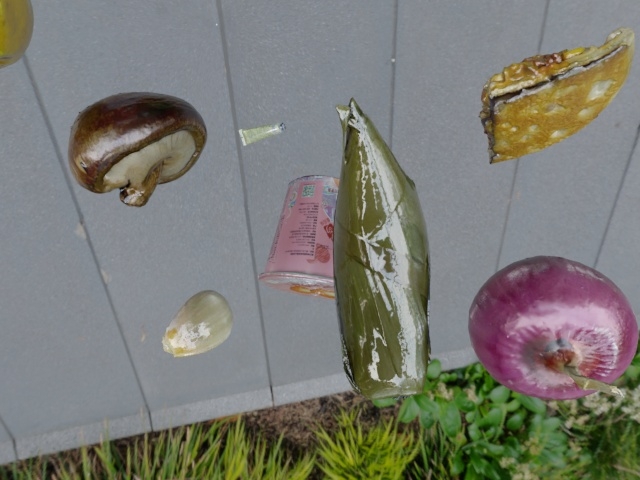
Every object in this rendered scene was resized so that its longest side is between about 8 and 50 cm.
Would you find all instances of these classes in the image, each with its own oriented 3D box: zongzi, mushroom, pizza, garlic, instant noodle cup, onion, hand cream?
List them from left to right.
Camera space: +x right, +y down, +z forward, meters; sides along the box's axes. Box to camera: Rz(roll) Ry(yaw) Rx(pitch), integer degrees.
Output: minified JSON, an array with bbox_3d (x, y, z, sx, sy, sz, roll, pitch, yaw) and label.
[{"bbox_3d":[-0.295,-0.163,0.662,0.138,0.231,0.194,38,105,6],"label":"mushroom"},{"bbox_3d":[-0.318,0.214,1.099,0.164,0.245,0.145,-27,98,16],"label":"garlic"},{"bbox_3d":[-0.123,-0.231,0.867,0.102,0.022,0.035,-11,112,16],"label":"hand cream"},{"bbox_3d":[0.000,0.000,0.914,0.243,0.243,0.231,16,72,-21],"label":"instant noodle cup"},{"bbox_3d":[0.062,0.036,0.463,0.123,0.260,0.289,-3,154,15],"label":"zongzi"},{"bbox_3d":[0.484,-0.302,0.914,0.277,0.114,0.409,6,155,-7],"label":"pizza"},{"bbox_3d":[0.530,0.220,0.968,0.345,0.358,0.358,-21,129,-45],"label":"onion"}]

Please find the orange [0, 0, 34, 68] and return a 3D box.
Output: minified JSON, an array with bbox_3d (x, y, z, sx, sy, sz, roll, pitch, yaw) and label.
[{"bbox_3d":[-0.607,-0.374,0.630,0.279,0.279,0.235,-17,124,-5],"label":"orange"}]
